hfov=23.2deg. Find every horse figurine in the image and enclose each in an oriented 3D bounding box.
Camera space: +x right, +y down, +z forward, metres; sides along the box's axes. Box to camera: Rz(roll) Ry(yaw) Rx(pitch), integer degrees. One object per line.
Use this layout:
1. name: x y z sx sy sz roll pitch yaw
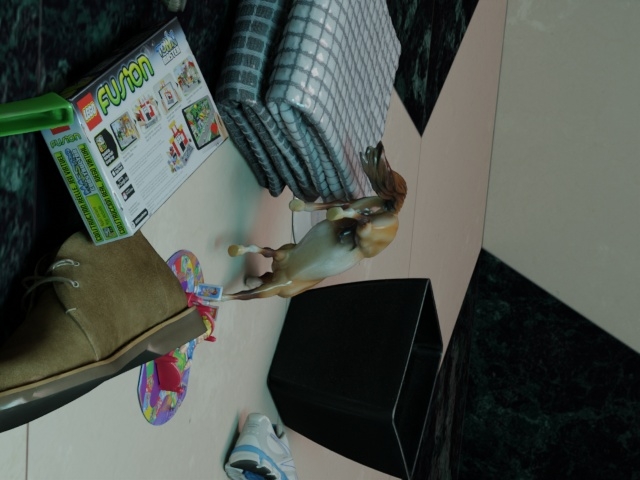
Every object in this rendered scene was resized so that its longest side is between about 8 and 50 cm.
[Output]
1. horse figurine: 0.000 0.000 1.586 0.174 0.263 0.066 4 56 -55

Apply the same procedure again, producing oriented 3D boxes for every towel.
1. towel: -0.011 -0.181 1.600 0.284 0.121 0.235 60 39 -64

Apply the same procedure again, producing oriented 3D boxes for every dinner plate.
1. dinner plate: -0.005 -0.054 1.874 0.141 0.017 0.141 10 90 -75

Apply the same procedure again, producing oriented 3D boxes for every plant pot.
1. plant pot: 0.040 0.155 1.865 0.188 0.166 0.187 75 28 -58

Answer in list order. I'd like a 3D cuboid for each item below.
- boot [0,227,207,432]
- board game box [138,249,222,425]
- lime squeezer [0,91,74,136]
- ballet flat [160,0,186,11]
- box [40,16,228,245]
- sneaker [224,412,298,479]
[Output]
1. boot: -0.197 0.064 1.145 0.115 0.112 0.305 66 25 -3
2. board game box: -0.126 0.094 1.477 0.133 0.033 0.169 19 79 -75
3. lime squeezer: -0.277 -0.011 0.758 0.310 0.110 0.059 -34 157 -29
4. ballet flat: -0.134 -0.283 1.224 0.250 0.058 0.084 89 -5 -50
5. box: -0.143 -0.091 1.228 0.114 0.036 0.207 67 26 -17
6. sneaker: -0.053 0.254 1.772 0.191 0.071 0.083 73 24 -58
